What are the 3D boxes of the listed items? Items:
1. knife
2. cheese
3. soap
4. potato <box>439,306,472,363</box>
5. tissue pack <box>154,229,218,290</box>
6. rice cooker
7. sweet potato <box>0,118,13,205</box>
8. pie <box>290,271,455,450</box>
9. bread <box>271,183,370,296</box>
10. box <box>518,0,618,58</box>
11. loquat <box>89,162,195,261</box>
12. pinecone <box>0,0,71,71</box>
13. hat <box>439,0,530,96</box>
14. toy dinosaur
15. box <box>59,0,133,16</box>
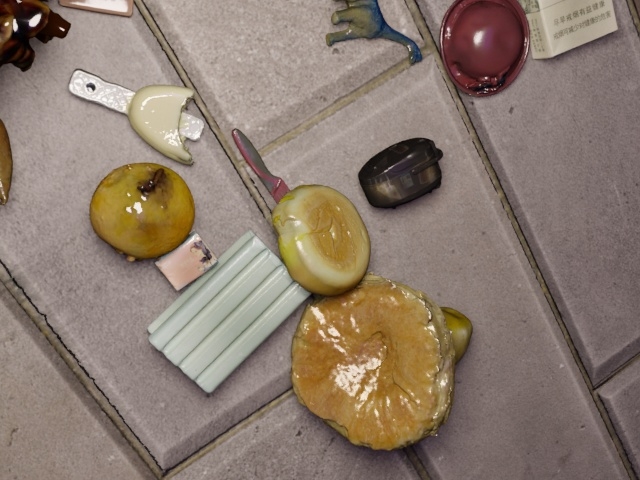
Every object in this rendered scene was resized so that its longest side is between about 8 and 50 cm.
[{"bbox_3d":[-0.088,-0.108,1.221,0.035,0.018,0.247,-41,113,-12],"label":"knife"},{"bbox_3d":[-0.308,-0.224,1.111,0.235,0.050,0.127,19,97,-18],"label":"cheese"},{"bbox_3d":[-0.167,0.129,1.205,0.265,0.087,0.160,-45,110,-4],"label":"soap"},{"bbox_3d":[0.218,0.202,1.318,0.194,0.157,0.157,-24,108,-32],"label":"potato"},{"bbox_3d":[-0.243,0.036,1.178,0.094,0.059,0.074,-37,111,-6],"label":"tissue pack"},{"bbox_3d":[0.154,-0.127,1.239,0.165,0.112,0.106,-21,112,-9],"label":"rice cooker"},{"bbox_3d":[-0.544,-0.182,1.039,0.075,0.075,0.269,-22,94,-12],"label":"sweet potato"},{"bbox_3d":[0.094,0.227,1.220,0.340,0.083,0.339,-1,88,21],"label":"pie"},{"bbox_3d":[0.000,0.000,1.196,0.213,0.105,0.213,16,59,-29],"label":"bread"},{"bbox_3d":[0.471,-0.508,1.282,0.164,0.069,0.256,-24,108,-11],"label":"box"},{"bbox_3d":[-0.299,-0.041,1.104,0.172,0.149,0.204,-14,140,-35],"label":"loquat"},{"bbox_3d":[-0.510,-0.371,0.855,0.398,0.398,0.397,-3,102,-16],"label":"pinecone"},{"bbox_3d":[0.323,-0.382,1.252,0.206,0.089,0.205,-4,103,-17],"label":"hat"},{"bbox_3d":[0.094,-0.443,1.195,0.188,0.075,0.247,-13,100,-23],"label":"toy dinosaur"},{"bbox_3d":[-0.366,-0.399,1.071,0.115,0.025,0.048,4,101,-18],"label":"box"}]
